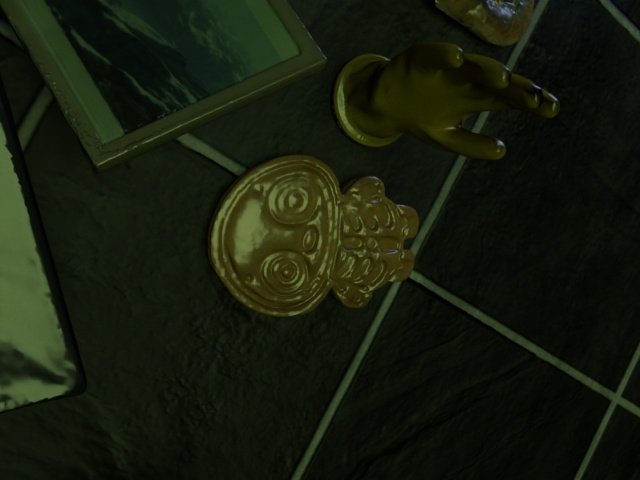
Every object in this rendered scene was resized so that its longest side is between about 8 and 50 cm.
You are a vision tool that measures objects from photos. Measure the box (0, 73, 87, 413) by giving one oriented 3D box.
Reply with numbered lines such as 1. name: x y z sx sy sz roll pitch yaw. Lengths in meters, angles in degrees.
1. box: -0.378 -0.018 0.606 0.251 0.204 0.346 -16 105 -22

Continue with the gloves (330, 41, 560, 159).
1. gloves: 0.128 -0.159 0.777 0.133 0.294 0.116 11 93 -27

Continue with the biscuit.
1. biscuit: 0.000 0.000 0.886 0.288 0.044 0.202 8 95 -25

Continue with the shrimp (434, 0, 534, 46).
1. shrimp: 0.210 -0.349 0.923 0.219 0.046 0.152 16 92 -31

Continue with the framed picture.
1. framed picture: -0.183 -0.255 0.677 0.247 0.022 0.335 -29 81 -19
